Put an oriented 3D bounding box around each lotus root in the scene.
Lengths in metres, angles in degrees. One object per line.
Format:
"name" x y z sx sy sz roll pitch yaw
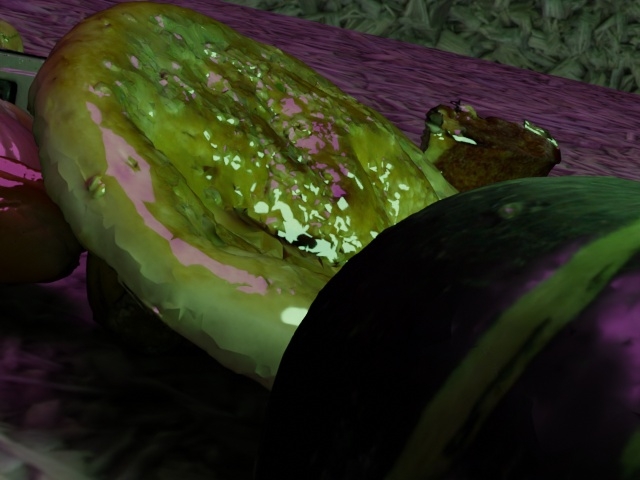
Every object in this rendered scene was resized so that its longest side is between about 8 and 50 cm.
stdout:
"lotus root" -0.089 0.007 0.814 0.120 0.120 0.209 12 21 -1

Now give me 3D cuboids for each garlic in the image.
"garlic" -0.259 -0.060 0.979 0.124 0.099 0.174 19 13 -27

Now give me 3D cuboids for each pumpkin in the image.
"pumpkin" 0.135 0.101 0.425 0.323 0.241 0.323 13 17 -4

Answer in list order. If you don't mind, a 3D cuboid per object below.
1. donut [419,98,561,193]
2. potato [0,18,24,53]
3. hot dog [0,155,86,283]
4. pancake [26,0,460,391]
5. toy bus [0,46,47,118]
"donut" 0.158 -0.066 1.245 0.144 0.126 0.186 25 22 3
"potato" -0.420 -0.223 1.430 0.170 0.080 0.107 -4 34 -48
"hot dog" -0.316 -0.025 0.788 0.337 0.100 0.135 11 8 -7
"pancake" 0.002 -0.009 0.737 0.387 0.082 0.387 32 27 -19
"toy bus" -0.285 -0.135 1.190 0.316 0.112 0.138 13 5 -3
